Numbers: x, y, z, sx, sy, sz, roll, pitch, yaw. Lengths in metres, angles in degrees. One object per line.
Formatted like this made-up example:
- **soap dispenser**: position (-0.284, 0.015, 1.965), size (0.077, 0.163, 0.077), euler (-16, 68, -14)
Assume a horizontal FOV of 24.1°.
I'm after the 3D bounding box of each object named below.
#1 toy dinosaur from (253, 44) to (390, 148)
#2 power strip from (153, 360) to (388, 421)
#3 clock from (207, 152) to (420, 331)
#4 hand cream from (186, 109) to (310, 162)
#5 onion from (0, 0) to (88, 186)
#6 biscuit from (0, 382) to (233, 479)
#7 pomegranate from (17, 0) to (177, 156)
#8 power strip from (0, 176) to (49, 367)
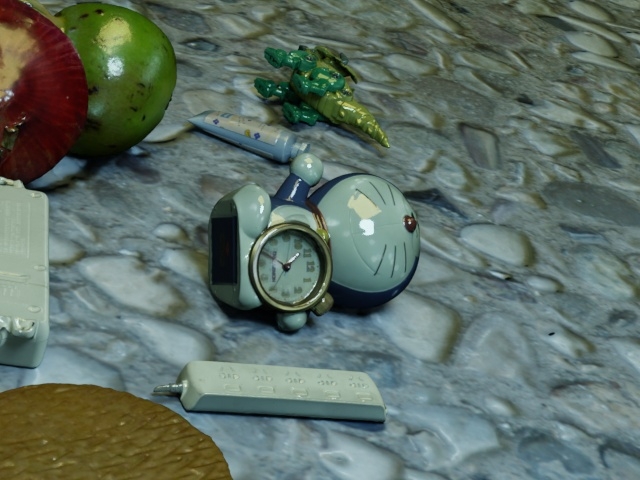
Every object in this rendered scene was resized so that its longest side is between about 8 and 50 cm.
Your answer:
- **toy dinosaur**: position (0.009, -0.212, 2.209), size (0.153, 0.094, 0.259), euler (-6, 42, -31)
- **power strip**: position (-0.046, 0.153, 1.520), size (0.252, 0.027, 0.060), euler (6, 28, -21)
- **clock**: position (0.000, 0.000, 1.702), size (0.243, 0.200, 0.146), euler (-3, -4, -28)
- **hand cream**: position (-0.096, -0.144, 2.058), size (0.170, 0.043, 0.065), euler (19, 20, 16)
- **onion**: position (-0.390, -0.176, 1.732), size (0.248, 0.161, 0.248), euler (7, 67, -17)
- **biscuit**: position (-0.201, 0.209, 1.310), size (0.262, 0.037, 0.262), euler (13, 26, -7)
- **pomegranate**: position (-0.292, -0.203, 1.870), size (0.190, 0.241, 0.159), euler (-1, 57, 22)
- **power strip**: position (-0.332, 0.033, 1.555), size (0.098, 0.058, 0.338), euler (10, 27, -15)
